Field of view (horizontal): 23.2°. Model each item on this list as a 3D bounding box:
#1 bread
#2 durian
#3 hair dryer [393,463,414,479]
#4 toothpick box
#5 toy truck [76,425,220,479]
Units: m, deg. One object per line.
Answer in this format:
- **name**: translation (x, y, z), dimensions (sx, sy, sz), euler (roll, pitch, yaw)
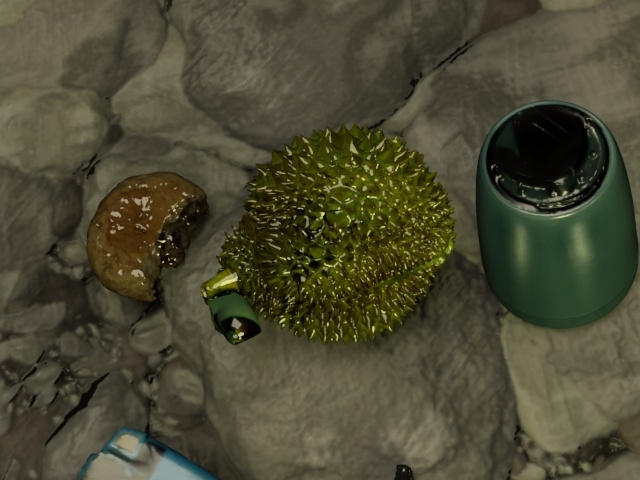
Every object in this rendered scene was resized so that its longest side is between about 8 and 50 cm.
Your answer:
- **bread**: translation (-0.146, -0.006, 1.277), dimensions (0.082, 0.060, 0.113), euler (26, 70, 21)
- **durian**: translation (0.010, -0.001, 1.193), dimensions (0.198, 0.159, 0.146), euler (-41, 47, 28)
- **hair dryer**: translation (0.042, 0.245, 1.122), dimensions (0.117, 0.064, 0.181), euler (3, 57, 15)
- **toothpick box**: translation (0.172, -0.021, 1.147), dimensions (0.120, 0.184, 0.120), euler (-5, 63, 10)
- **toy truck**: translation (-0.181, 0.324, 1.072), dimensions (0.162, 0.161, 0.385), euler (28, 72, 13)
